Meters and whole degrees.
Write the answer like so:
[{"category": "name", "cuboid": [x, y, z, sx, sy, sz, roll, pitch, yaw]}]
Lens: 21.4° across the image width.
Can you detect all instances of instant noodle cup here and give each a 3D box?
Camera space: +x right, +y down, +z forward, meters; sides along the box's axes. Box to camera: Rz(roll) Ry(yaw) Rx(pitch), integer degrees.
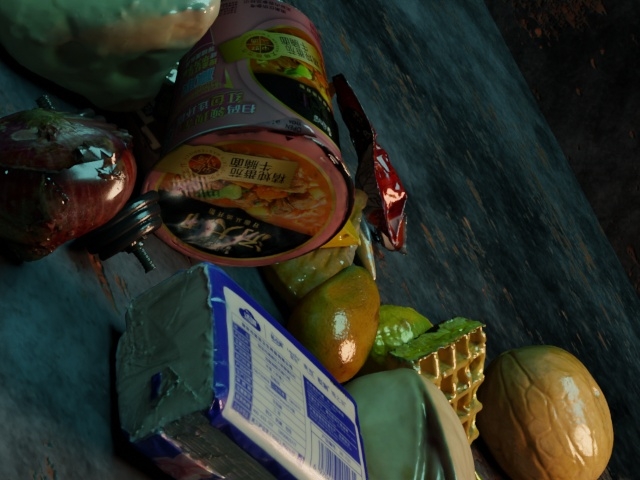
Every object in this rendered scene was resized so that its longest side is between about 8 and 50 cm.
[{"category": "instant noodle cup", "cuboid": [-0.081, -0.136, 1.923, 0.244, 0.244, 0.255, 40, 36, -39]}]

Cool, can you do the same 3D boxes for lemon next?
[{"category": "lemon", "cuboid": [0.088, 0.136, 2.138, 0.155, 0.114, 0.114, 14, 46, -62]}]

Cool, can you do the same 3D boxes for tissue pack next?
[{"category": "tissue pack", "cuboid": [-0.075, 0.179, 1.683, 0.269, 0.137, 0.209, 45, 23, -38]}]

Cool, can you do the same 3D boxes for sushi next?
[{"category": "sushi", "cuboid": [-0.148, -0.197, 2.063, 0.201, 0.031, 0.139, -24, 79, -36]}]

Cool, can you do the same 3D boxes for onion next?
[{"category": "onion", "cuboid": [-0.261, -0.051, 1.591, 0.184, 0.184, 0.147, -84, 180, -60]}]

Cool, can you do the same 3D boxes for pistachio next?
[{"category": "pistachio", "cuboid": [0.085, 0.261, 1.841, 0.187, 0.187, 0.299, 45, 20, -30]}]

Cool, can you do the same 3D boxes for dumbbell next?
[{"category": "dumbbell", "cuboid": [-0.228, -0.057, 1.726, 0.208, 0.099, 0.099, 58, 20, -1]}]

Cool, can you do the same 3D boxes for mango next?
[{"category": "mango", "cuboid": [0.019, 0.105, 2.025, 0.165, 0.089, 0.115, -41, 119, -53]}]

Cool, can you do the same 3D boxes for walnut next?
[{"category": "walnut", "cuboid": [0.318, 0.254, 2.397, 0.226, 0.193, 0.193, 60, 20, 9]}]

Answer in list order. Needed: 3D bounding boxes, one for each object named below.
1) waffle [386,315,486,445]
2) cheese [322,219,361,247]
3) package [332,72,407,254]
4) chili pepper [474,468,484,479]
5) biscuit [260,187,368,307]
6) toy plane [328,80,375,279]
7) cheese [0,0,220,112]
[{"category": "waffle", "cuboid": [0.140, 0.217, 2.092, 0.160, 0.055, 0.211, -22, 119, -50]}, {"category": "cheese", "cuboid": [-0.017, -0.041, 2.106, 0.171, 0.126, 0.093, 14, 44, -51]}, {"category": "package", "cuboid": [0.070, -0.108, 2.412, 0.194, 0.071, 0.269, 173, -98, -77]}, {"category": "chili pepper", "cuboid": [0.203, 0.320, 2.222, 0.202, 0.050, 0.052, 53, -19, -21]}, {"category": "biscuit", "cuboid": [-0.001, 0.001, 2.149, 0.228, 0.031, 0.176, -26, 70, -45]}, {"category": "toy plane", "cuboid": [0.002, -0.072, 2.291, 0.204, 0.103, 0.316, 22, 47, -55]}, {"category": "cheese", "cuboid": [-0.262, -0.249, 1.886, 0.247, 0.251, 0.174, 4, 61, -21]}]
